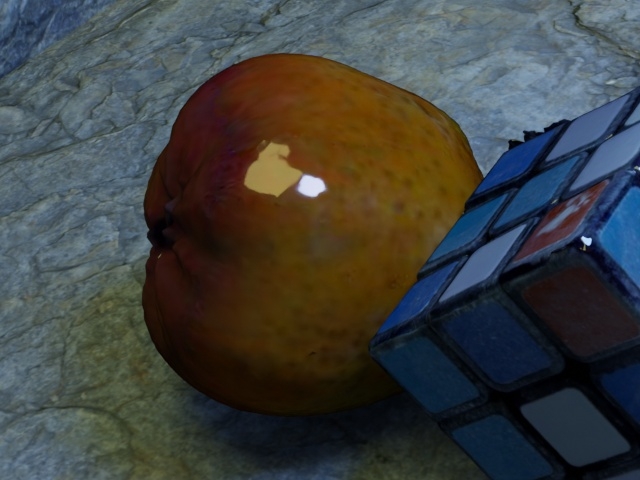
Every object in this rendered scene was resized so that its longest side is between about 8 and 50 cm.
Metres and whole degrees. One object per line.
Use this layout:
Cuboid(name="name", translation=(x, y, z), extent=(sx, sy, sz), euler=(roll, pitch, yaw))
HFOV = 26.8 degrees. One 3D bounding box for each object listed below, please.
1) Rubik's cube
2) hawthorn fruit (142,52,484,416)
Cuboid(name="Rubik's cube", translation=(0.324, 0.077, 1.370), extent=(0.362, 0.363, 0.359), euler=(-28, 16, 48))
Cuboid(name="hawthorn fruit", translation=(0.000, 0.000, 1.662), extent=(0.472, 0.471, 0.471), euler=(-10, 35, 7))
